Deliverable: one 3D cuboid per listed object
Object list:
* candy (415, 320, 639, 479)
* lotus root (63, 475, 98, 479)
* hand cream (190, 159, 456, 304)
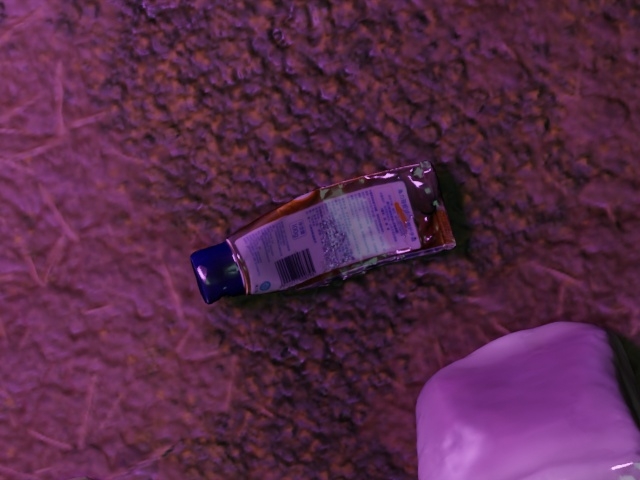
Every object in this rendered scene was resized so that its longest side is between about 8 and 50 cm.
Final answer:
[{"bbox_3d":[0.168,0.250,0.939,0.145,0.208,0.358,-16,104,9],"label":"candy"},{"bbox_3d":[-0.157,0.264,0.999,0.183,0.078,0.203,24,103,-6],"label":"lotus root"},{"bbox_3d":[0.000,0.000,0.964,0.163,0.039,0.062,-17,101,-3],"label":"hand cream"}]
